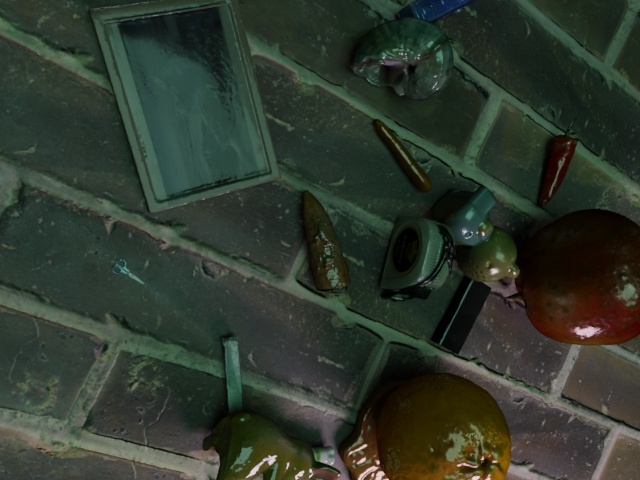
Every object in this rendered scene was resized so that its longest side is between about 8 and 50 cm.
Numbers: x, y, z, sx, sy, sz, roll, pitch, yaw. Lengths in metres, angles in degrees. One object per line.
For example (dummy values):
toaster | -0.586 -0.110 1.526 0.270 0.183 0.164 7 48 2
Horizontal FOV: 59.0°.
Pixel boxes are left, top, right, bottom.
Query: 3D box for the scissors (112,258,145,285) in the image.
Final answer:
scissors | -0.432 0.076 1.283 0.083 0.006 0.036 41 80 -22

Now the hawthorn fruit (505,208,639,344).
hawthorn fruit | 0.718 0.113 1.582 0.403 0.403 0.402 -3 98 -22

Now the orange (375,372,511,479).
orange | 0.315 0.507 1.427 0.341 0.293 0.340 -1 91 -24

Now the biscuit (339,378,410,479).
biscuit | 0.247 0.585 1.600 0.385 0.062 0.365 41 82 -22

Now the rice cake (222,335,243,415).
rice cake | -0.215 0.335 1.392 0.043 0.034 0.210 -4 99 -13

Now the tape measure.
tape measure | 0.258 0.062 1.460 0.115 0.207 0.235 14 89 -26

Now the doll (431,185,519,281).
doll | 0.424 -0.003 1.532 0.161 0.177 0.260 -44 110 -19

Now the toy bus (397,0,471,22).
toy bus | 0.314 -0.606 1.449 0.237 0.094 0.079 -32 108 -15

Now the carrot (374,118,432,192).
carrot | 0.217 -0.222 1.493 0.043 0.043 0.248 -45 109 -11

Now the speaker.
speaker | 0.404 0.211 1.624 0.082 0.044 0.218 29 85 -23

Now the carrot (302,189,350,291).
carrot | 0.000 0.000 1.413 0.102 0.102 0.263 -18 98 -19

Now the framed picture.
framed picture | -0.289 -0.315 1.278 0.326 0.028 0.445 -18 103 -19

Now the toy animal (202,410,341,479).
toy animal | -0.108 0.548 1.380 0.363 0.181 0.180 37 86 -26

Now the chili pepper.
chili pepper | 0.705 -0.230 1.676 0.071 0.063 0.272 8 105 -21

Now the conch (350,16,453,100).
conch | 0.224 -0.440 1.399 0.277 0.220 0.195 -7 74 -44
